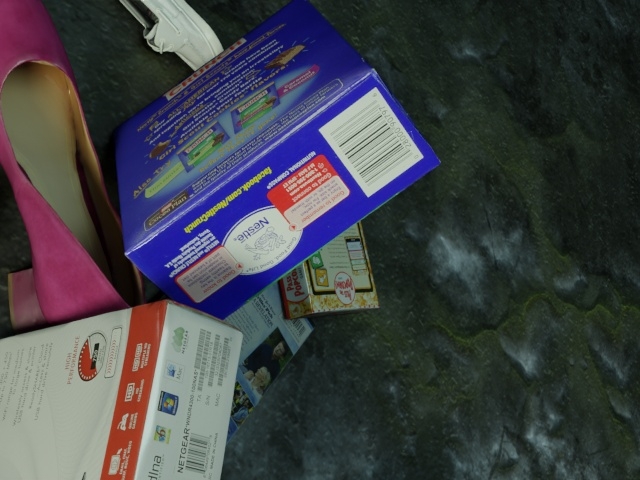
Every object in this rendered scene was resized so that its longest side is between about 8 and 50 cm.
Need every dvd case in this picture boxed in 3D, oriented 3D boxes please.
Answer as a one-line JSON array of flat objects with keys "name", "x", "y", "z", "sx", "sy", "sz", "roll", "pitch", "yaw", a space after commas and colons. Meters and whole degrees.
[{"name": "dvd case", "x": -0.117, "y": 0.111, "z": 1.129, "sx": 0.180, "sy": 0.022, "sz": 0.253, "roll": 57, "pitch": 46, "yaw": -18}]

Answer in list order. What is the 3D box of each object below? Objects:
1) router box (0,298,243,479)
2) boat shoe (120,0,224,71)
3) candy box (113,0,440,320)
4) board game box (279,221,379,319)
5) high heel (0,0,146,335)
[{"name": "router box", "x": -0.213, "y": 0.237, "z": 0.784, "sx": 0.082, "sy": 0.301, "sz": 0.336, "roll": 27, "pitch": 60, "yaw": -40}, {"name": "boat shoe", "x": -0.182, "y": -0.253, "z": 1.132, "sx": 0.063, "sy": 0.066, "sz": 0.184, "roll": -49, "pitch": 118, "yaw": -27}, {"name": "candy box", "x": -0.063, "y": -0.094, "z": 0.964, "sx": 0.122, "sy": 0.268, "sz": 0.317, "roll": 52, "pitch": 6, "yaw": -29}, {"name": "board game box", "x": 0.000, "y": 0.000, "z": 1.247, "sx": 0.146, "sy": 0.045, "sz": 0.194, "roll": 2, "pitch": 74, "yaw": -52}, {"name": "high heel", "x": -0.239, "y": -0.087, "z": 0.933, "sx": 0.127, "sy": 0.181, "sz": 0.377, "roll": -7, "pitch": 85, "yaw": -48}]
